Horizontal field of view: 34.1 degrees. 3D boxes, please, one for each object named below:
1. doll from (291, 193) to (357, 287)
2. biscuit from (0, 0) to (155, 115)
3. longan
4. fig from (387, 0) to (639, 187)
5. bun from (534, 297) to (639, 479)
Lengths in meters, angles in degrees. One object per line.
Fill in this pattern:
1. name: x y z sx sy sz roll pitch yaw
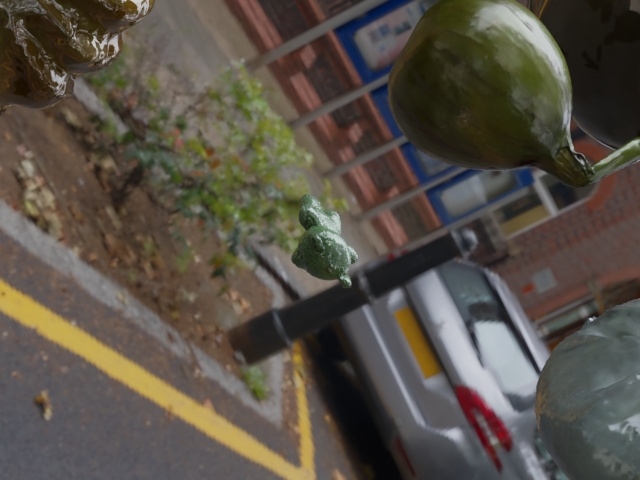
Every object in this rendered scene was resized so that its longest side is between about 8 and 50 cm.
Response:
1. doll: 0.000 0.000 1.382 0.115 0.077 0.150 49 20 -27
2. biscuit: -0.253 -0.235 0.748 0.107 0.325 0.326 39 -14 50
3. longan: 0.373 -0.245 1.096 0.319 0.318 0.319 61 9 -16
4. fig: 0.142 -0.106 0.840 0.148 0.142 0.186 -21 79 -49
5. bun: 0.402 0.194 1.102 0.354 0.194 0.354 18 29 -10
